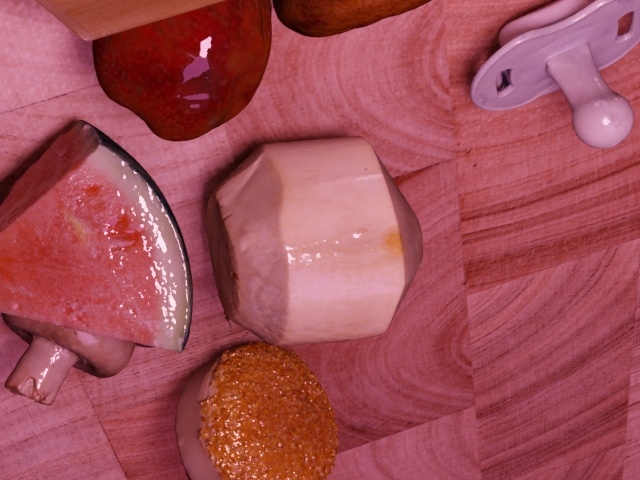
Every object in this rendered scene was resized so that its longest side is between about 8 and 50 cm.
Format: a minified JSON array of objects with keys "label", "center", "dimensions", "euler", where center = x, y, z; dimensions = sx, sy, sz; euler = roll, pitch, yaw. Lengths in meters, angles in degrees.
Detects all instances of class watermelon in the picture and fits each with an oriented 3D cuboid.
[{"label":"watermelon","center":[-0.288,0.013,1.559],"dimensions":[0.292,0.250,0.283],"euler":[-46,132,-38]}]

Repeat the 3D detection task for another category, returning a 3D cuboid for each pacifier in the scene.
[{"label":"pacifier","center":[0.357,-0.221,1.692],"dimensions":[0.287,0.226,0.238],"euler":[-21,156,-1]}]

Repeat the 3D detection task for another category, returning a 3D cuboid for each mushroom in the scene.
[{"label":"mushroom","center":[-0.372,0.142,1.733],"dimensions":[0.204,0.204,0.204],"euler":[-12,136,-12]},{"label":"mushroom","center":[0.047,-0.347,1.441],"dimensions":[0.267,0.254,0.267],"euler":[-35,166,-10]}]

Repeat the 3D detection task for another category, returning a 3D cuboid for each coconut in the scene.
[{"label":"coconut","center":[0.000,0.000,1.708],"dimensions":[0.323,0.323,0.323],"euler":[-12,136,-12]}]

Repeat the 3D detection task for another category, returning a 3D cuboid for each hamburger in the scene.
[{"label":"hamburger","center":[-0.095,0.300,1.965],"dimensions":[0.179,0.276,0.294],"euler":[-25,-178,33]}]

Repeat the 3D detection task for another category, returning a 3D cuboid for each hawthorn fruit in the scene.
[{"label":"hawthorn fruit","center":[-0.155,-0.247,1.445],"dimensions":[0.208,0.208,0.248],"euler":[12,136,-32]}]

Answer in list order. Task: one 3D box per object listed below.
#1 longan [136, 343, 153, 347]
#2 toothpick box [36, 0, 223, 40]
[{"label":"longan","center":[-0.251,0.110,1.848],"dimensions":[0.106,0.106,0.119],"euler":[-44,173,20]},{"label":"toothpick box","center":[-0.151,-0.342,1.290],"dimensions":[0.308,0.187,0.190],"euler":[-14,160,17]}]
